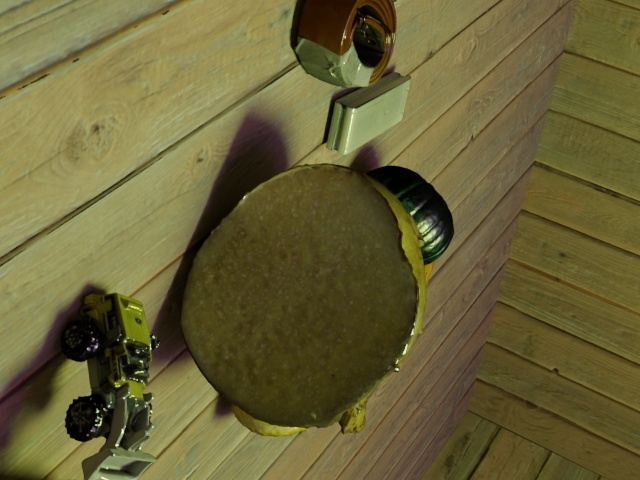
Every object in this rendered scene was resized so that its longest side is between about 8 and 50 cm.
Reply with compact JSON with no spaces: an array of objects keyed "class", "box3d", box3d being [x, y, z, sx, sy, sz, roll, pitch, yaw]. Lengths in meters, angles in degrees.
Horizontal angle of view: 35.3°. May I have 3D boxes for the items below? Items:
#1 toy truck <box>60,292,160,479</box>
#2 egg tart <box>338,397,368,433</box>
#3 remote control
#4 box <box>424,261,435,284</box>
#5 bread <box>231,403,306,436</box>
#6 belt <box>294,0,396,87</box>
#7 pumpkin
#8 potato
[{"class":"toy truck","box3d":[-0.290,0.214,1.440,0.136,0.111,0.286,29,45,-58]},{"class":"egg tart","box3d":[0.078,0.348,2.580,0.297,0.132,0.297,14,90,-80]},{"class":"remote control","box3d":[0.101,-0.267,2.068,0.277,0.055,0.103,-37,144,-54]},{"class":"box","box3d":[0.154,0.098,2.342,0.076,0.174,0.274,61,45,-57]},{"class":"bread","box3d":[-0.087,0.312,2.064,0.197,0.197,0.171,-30,132,-56]},{"class":"belt","box3d":[0.050,-0.365,1.781,0.261,0.105,0.184,1,109,-70]},{"class":"pumpkin","box3d":[0.153,-0.032,2.197,0.248,0.248,0.248,-50,153,-36]},{"class":"potato","box3d":[-0.001,0.093,1.773,0.442,0.385,0.319,-57,171,6]}]
